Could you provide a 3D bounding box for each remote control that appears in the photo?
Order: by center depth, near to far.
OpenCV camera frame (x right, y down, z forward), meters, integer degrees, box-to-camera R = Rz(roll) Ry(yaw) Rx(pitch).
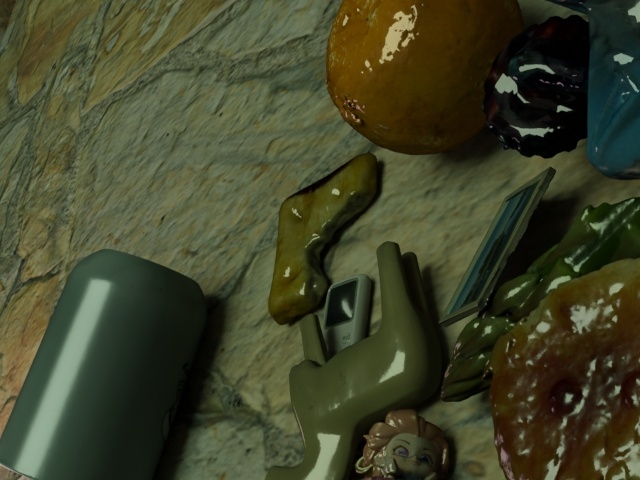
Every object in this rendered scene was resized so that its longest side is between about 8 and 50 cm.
[{"bbox_3d":[0.014,0.158,1.156,0.067,0.029,0.261,-22,51,48],"label":"remote control"}]

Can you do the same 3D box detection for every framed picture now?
[{"bbox_3d":[0.161,0.008,0.980,0.149,0.011,0.109,-60,4,-17],"label":"framed picture"}]

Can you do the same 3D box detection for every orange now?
[{"bbox_3d":[0.108,-0.195,1.104,0.219,0.193,0.219,-37,28,24],"label":"orange"}]

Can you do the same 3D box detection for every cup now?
[{"bbox_3d":[-0.280,0.180,1.424,0.205,0.205,0.312,3,70,58],"label":"cup"}]

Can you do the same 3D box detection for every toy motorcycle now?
[{"bbox_3d":[0.310,-0.202,0.848,0.416,0.172,0.232,-47,41,13],"label":"toy motorcycle"}]

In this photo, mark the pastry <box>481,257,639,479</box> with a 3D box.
[{"bbox_3d":[0.220,0.118,0.800,0.229,0.100,0.219,10,78,57],"label":"pastry"}]

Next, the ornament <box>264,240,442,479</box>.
[{"bbox_3d":[0.024,0.156,1.081,0.230,0.061,0.245,-33,48,28],"label":"ornament"}]

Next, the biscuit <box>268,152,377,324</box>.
[{"bbox_3d":[0.000,0.000,1.283,0.174,0.039,0.183,-23,51,46],"label":"biscuit"}]

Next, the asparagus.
[{"bbox_3d":[0.196,0.046,0.914,0.287,0.080,0.080,-50,34,26],"label":"asparagus"}]

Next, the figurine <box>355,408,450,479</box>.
[{"bbox_3d":[0.067,0.227,0.960,0.157,0.126,0.114,-82,5,-65],"label":"figurine"}]
